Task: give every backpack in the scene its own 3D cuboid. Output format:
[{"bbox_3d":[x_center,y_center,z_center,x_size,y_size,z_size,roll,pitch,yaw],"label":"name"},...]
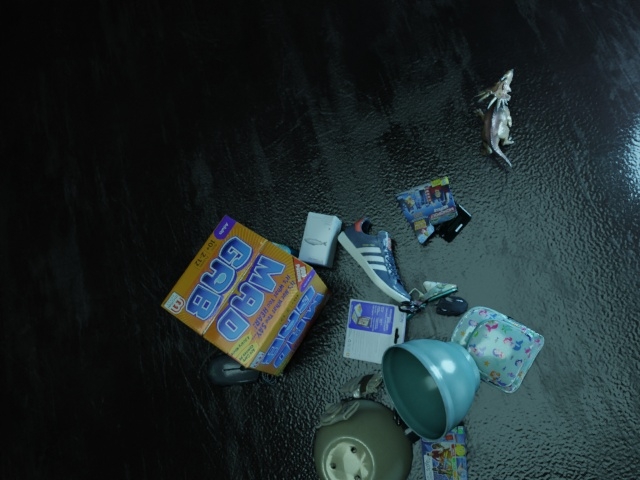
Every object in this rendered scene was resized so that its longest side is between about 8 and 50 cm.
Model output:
[{"bbox_3d":[0.537,0.332,1.663,0.253,0.191,0.225,31,90,24],"label":"backpack"}]

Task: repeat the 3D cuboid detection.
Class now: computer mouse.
[{"bbox_3d":[-0.303,0.459,1.939,0.272,0.072,0.188,-15,77,13],"label":"computer mouse"},{"bbox_3d":[0.373,0.223,1.747,0.242,0.071,0.041,-2,41,-9],"label":"computer mouse"}]

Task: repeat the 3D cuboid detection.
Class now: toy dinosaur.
[{"bbox_3d":[0.582,-0.397,1.773,0.127,0.200,0.296,-3,79,16],"label":"toy dinosaur"}]

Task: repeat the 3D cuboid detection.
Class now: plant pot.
[{"bbox_3d":[0.349,0.418,1.592,0.196,0.293,0.293,-19,71,-26],"label":"plant pot"}]

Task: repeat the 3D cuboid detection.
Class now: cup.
[{"bbox_3d":[0.115,0.688,1.686,0.331,0.237,0.331,-3,79,15],"label":"cup"}]

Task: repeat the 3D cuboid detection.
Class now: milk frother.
[{"bbox_3d":[0.314,0.562,1.699,0.135,0.143,0.129,-35,65,10],"label":"milk frother"}]

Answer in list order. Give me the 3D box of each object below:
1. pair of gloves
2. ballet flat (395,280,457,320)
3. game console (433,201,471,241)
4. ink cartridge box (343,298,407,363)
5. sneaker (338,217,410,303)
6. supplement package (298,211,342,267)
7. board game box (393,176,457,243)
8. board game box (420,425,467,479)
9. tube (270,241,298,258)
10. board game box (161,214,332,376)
[{"bbox_3d":[0.100,0.509,1.705,0.042,0.240,0.204,54,139,-2],"label":"pair of gloves"},{"bbox_3d":[0.350,0.189,1.800,0.221,0.077,0.079,-34,69,12],"label":"ballet flat"},{"bbox_3d":[0.443,-0.074,1.853,0.107,0.071,0.122,40,94,-11],"label":"game console"},{"bbox_3d":[0.191,0.316,1.819,0.208,0.045,0.206,6,85,25],"label":"ink cartridge box"},{"bbox_3d":[0.213,0.059,1.822,0.148,0.131,0.350,-43,66,6],"label":"sneaker"},{"bbox_3d":[0.000,0.000,1.919,0.105,0.105,0.179,10,83,17],"label":"supplement package"},{"bbox_3d":[0.367,-0.097,1.823,0.194,0.060,0.194,-18,63,19],"label":"board game box"},{"bbox_3d":[0.386,0.671,1.663,0.136,0.035,0.201,-2,111,16],"label":"board game box"},{"bbox_3d":[-0.135,0.038,1.898,0.080,0.207,0.052,22,87,17],"label":"tube"},{"bbox_3d":[-0.228,0.198,1.789,0.356,0.356,0.356,30,80,19],"label":"board game box"}]
